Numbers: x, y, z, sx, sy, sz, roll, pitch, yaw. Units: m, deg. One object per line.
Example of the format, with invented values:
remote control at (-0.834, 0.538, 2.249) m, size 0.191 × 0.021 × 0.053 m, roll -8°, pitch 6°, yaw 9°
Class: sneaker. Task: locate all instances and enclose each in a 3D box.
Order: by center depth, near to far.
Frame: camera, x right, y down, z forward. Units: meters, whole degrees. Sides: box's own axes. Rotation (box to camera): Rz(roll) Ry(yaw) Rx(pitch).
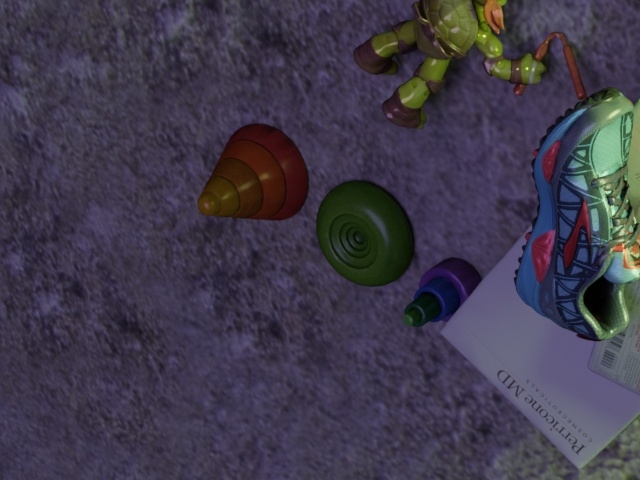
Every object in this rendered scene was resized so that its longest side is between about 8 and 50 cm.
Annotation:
sneaker at (0.263, -0.019, 1.795) m, size 0.125 × 0.104 × 0.262 m, roll 42°, pitch 143°, yaw 36°

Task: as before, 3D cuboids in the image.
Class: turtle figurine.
turtle figurine at (0.136, -0.206, 2.033) m, size 0.269 × 0.087 × 0.217 m, roll 52°, pitch 132°, yaw 6°

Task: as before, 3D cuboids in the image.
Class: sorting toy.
sorting toy at (0.000, 0.000, 2.215) m, size 0.365 × 0.126 × 0.127 m, roll 31°, pitch 127°, yaw 23°

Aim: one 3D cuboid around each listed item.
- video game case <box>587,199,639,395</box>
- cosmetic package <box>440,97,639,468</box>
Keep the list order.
video game case at (0.357, 0.079, 1.844) m, size 0.183 × 0.023 × 0.201 m, roll 27°, pitch 125°, yaw 22°
cosmetic package at (0.318, 0.025, 1.959) m, size 0.217 × 0.156 × 0.385 m, roll 43°, pitch 130°, yaw 10°
